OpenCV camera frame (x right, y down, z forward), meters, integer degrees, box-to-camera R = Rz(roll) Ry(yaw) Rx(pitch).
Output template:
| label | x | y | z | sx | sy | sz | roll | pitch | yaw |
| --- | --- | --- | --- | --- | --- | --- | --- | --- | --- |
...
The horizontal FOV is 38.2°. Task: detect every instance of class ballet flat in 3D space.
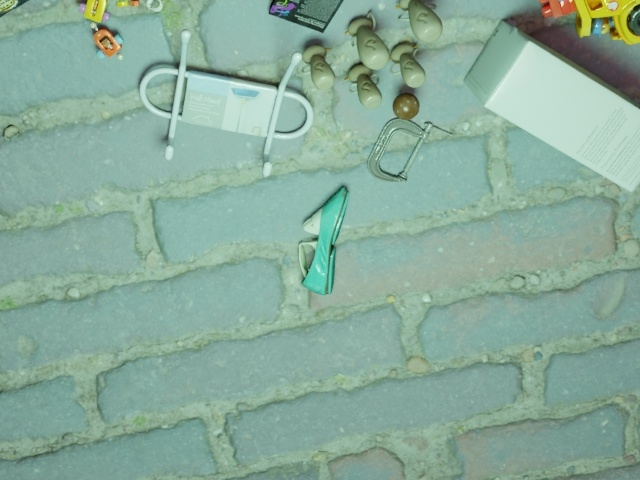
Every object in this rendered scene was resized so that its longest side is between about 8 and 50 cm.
| label | x | y | z | sx | sy | sz | roll | pitch | yaw |
| --- | --- | --- | --- | --- | --- | --- | --- | --- | --- |
| ballet flat | 0.000 | 0.000 | 1.970 | 0.087 | 0.083 | 0.247 | 12 | 111 | 5 |

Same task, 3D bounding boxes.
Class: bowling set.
| label | x | y | z | sx | sy | sz | roll | pitch | yaw |
| --- | --- | --- | --- | --- | --- | --- | --- | --- | --- |
| bowling set | 0.114 | -0.337 | 1.811 | 0.287 | 0.154 | 0.200 | -21 | 133 | 3 |

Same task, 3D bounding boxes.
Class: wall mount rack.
| label | x | y | z | sx | sy | sz | roll | pitch | yaw |
| --- | --- | --- | --- | --- | --- | --- | --- | --- | --- |
| wall mount rack | -0.172 | -0.275 | 1.773 | 0.350 | 0.130 | 0.304 | 9 | 129 | -10 |

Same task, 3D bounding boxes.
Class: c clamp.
| label | x | y | z | sx | sy | sz | roll | pitch | yaw |
| --- | --- | --- | --- | --- | --- | --- | --- | --- | --- |
| c clamp | 0.179 | -0.185 | 1.932 | 0.137 | 0.022 | 0.161 | 27 | 109 | -17 |

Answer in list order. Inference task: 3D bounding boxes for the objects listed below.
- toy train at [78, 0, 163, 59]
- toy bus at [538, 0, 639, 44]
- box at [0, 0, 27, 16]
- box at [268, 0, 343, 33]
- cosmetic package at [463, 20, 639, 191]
| label | x | y | z | sx | sy | sz | roll | pitch | yaw |
| --- | --- | --- | --- | --- | --- | --- | --- | --- | --- |
| toy train | -0.383 | -0.430 | 1.756 | 0.166 | 0.046 | 0.125 | -39 | 113 | 15 |
| toy bus | 0.535 | -0.464 | 1.783 | 0.211 | 0.149 | 0.220 | -20 | 118 | 18 |
| box | -0.501 | -0.571 | 1.574 | 0.293 | 0.073 | 0.296 | -29 | 73 | 9 |
| box | -0.023 | -0.453 | 1.729 | 0.116 | 0.162 | 0.029 | 17 | 68 | -13 |
| cosmetic package | 0.487 | -0.268 | 1.830 | 0.365 | 0.197 | 0.155 | 26 | 110 | -14 |
